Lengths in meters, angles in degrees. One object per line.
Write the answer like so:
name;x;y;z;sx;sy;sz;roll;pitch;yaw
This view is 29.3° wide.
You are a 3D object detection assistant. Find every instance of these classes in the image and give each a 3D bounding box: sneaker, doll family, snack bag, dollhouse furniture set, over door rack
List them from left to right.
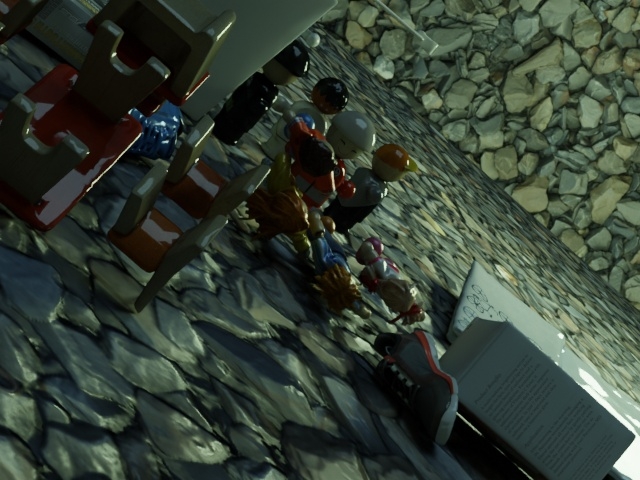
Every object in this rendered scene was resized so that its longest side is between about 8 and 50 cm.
dollhouse furniture set;-0.172;-0.100;0.923;0.262;0.135;0.259;41;40;-6
sneaker;-0.166;-0.109;1.137;0.082;0.069;0.209;45;12;-7
doll family;0.000;0.000;1.243;0.263;0.118;0.163;58;2;-17
over door rack;0.008;-0.300;1.900;0.324;0.239;0.108;34;13;-30
sneaker;0.083;0.137;1.146;0.065;0.061;0.158;10;22;-15
snack bag;0.315;0.180;1.629;0.342;0.037;0.323;41;17;1

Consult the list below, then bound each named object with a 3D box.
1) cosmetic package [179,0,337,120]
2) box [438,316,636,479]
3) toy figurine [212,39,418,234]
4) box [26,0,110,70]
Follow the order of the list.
cosmetic package;-0.129;-0.305;1.462;0.138;0.224;0.224;41;17;-39
box;0.202;0.165;1.213;0.170;0.091;0.130;41;-5;-4
toy figurine;-0.002;-0.127;1.506;0.213;0.148;0.209;48;14;27
box;-0.285;-0.269;1.271;0.231;0.056;0.183;38;18;-37
